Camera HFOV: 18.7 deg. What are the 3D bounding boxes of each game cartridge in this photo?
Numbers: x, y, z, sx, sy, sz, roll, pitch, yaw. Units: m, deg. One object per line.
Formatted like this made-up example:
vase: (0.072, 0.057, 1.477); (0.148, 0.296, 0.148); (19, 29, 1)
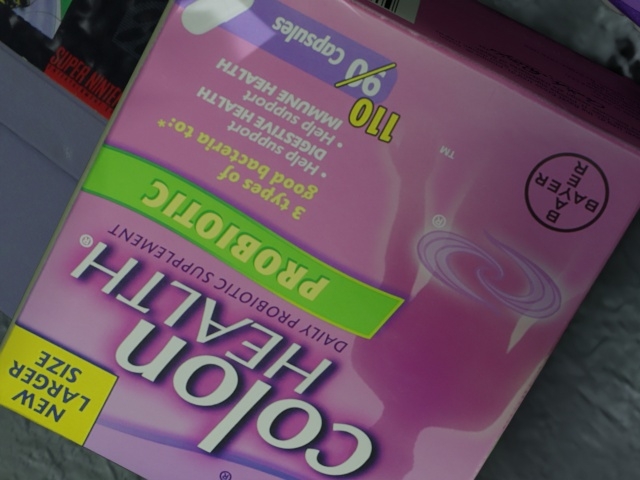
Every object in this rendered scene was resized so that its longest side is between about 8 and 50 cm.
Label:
game cartridge: (-0.171, -0.103, 1.006); (0.355, 0.068, 0.230); (36, 115, 15)

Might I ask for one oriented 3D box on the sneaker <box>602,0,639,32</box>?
sneaker: (0.181, -0.094, 0.841); (0.170, 0.071, 0.068); (39, 111, 15)

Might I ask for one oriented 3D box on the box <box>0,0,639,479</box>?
box: (0.000, 0.000, 0.877); (0.213, 0.117, 0.243); (28, 110, -4)
